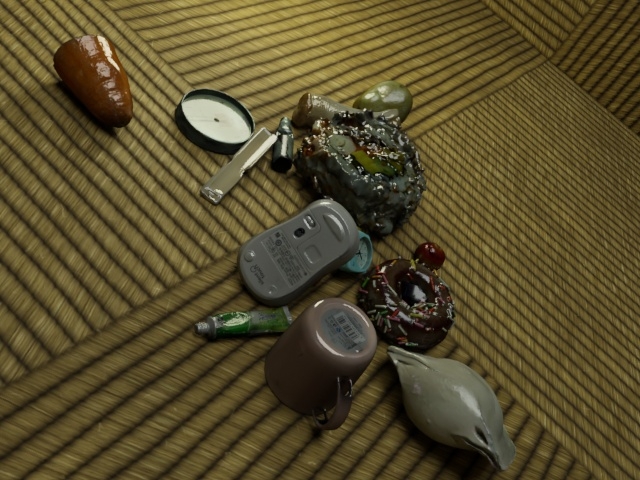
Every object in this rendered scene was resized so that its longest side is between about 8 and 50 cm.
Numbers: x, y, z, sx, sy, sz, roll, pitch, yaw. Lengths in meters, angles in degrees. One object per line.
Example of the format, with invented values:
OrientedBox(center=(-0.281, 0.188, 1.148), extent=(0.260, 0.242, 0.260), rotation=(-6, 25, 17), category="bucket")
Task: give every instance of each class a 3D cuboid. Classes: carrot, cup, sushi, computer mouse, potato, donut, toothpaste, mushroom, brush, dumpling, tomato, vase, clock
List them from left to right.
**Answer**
OrientedBox(center=(-0.553, -0.379, 1.793), extent=(0.159, 0.159, 0.225), rotation=(-18, 74, -43), category="carrot")
OrientedBox(center=(-0.289, -0.334, 1.981), extent=(0.226, 0.049, 0.226), rotation=(19, 43, -19), category="clock")
OrientedBox(center=(-0.218, -0.198, 1.907), extent=(0.060, 0.050, 0.321), rotation=(38, 49, -1), category="brush")
OrientedBox(center=(-0.163, 0.184, 1.580), extent=(0.248, 0.047, 0.078), rotation=(-1, 52, -36), category="toothpaste")
OrientedBox(center=(-0.106, -0.285, 2.046), extent=(0.060, 0.060, 0.211), rotation=(18, 43, -18), category="vase")
OrientedBox(center=(-0.052, 0.024, 1.694), extent=(0.184, 0.297, 0.121), rotation=(53, 0, 3), category="computer mouse")
OrientedBox(center=(0.012, 0.264, 1.501), extent=(0.191, 0.200, 0.253), rotation=(9, 48, -27), category="cup")
OrientedBox(center=(0.084, -0.375, 2.209), extent=(0.351, 0.123, 0.095), rotation=(5, 17, -21), category="mushroom")
OrientedBox(center=(0.098, 0.033, 1.843), extent=(0.147, 0.045, 0.108), rotation=(18, 77, -56), category="clock")
OrientedBox(center=(0.125, -0.202, 2.027), extent=(0.417, 0.176, 0.418), rotation=(20, 41, -19), category="sushi")
OrientedBox(center=(0.198, -0.440, 2.328), extent=(0.194, 0.157, 0.157), rotation=(-13, 60, -34), category="potato")
OrientedBox(center=(0.227, 0.155, 1.821), extent=(0.269, 0.103, 0.270), rotation=(18, 46, -19), category="donut")
OrientedBox(center=(0.309, 0.044, 2.000), extent=(0.087, 0.075, 0.087), rotation=(22, 40, -20), category="tomato")
OrientedBox(center=(0.308, 0.366, 1.642), extent=(0.341, 0.181, 0.260), rotation=(18, 6, 31), category="dumpling")

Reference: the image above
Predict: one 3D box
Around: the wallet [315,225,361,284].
OrientedBox(center=(0.000, 0.000, 1.844), extent=(0.141, 0.067, 0.241), rotation=(37, 42, 5), category="wallet")
